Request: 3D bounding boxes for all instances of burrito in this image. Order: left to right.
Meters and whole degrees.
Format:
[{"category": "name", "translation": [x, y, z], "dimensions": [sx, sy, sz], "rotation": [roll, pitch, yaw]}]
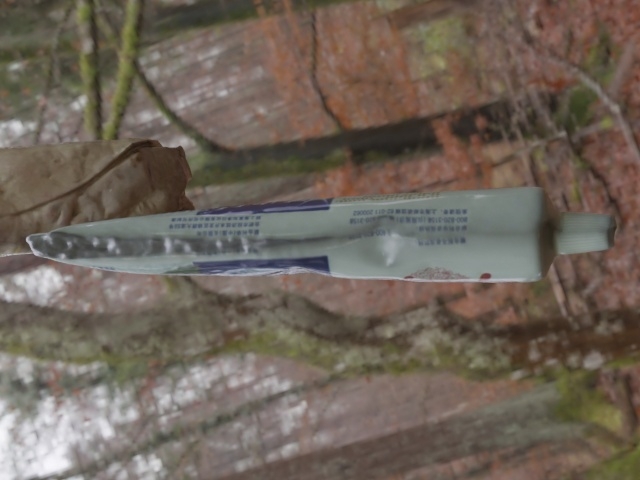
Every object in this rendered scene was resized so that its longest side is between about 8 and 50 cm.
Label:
[{"category": "burrito", "translation": [-0.208, -0.024, 0.702], "dimensions": [0.059, 0.275, 0.082], "rotation": [122, 138, -51]}]

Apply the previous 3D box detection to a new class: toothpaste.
[{"category": "toothpaste", "translation": [0.000, 0.000, 0.448], "dimensions": [0.060, 0.233, 0.038], "rotation": [18, -109, -77]}]
